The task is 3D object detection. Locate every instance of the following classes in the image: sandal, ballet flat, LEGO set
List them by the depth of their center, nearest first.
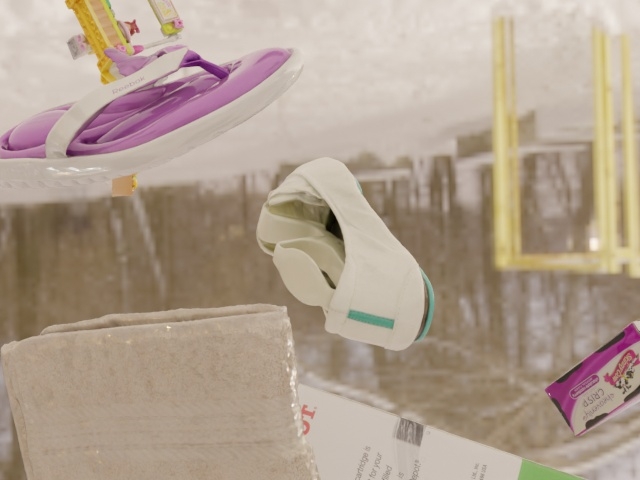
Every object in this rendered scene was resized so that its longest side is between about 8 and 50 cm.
[{"bbox_3d":[-0.205,-0.136,1.520,0.416,0.102,0.169,-13,-151,36],"label":"sandal"},{"bbox_3d":[0.000,0.000,1.709,0.139,0.139,0.400,-2,-156,-19],"label":"ballet flat"},{"bbox_3d":[-0.214,-0.197,1.721,0.107,0.287,0.132,-23,-167,-32],"label":"LEGO set"}]

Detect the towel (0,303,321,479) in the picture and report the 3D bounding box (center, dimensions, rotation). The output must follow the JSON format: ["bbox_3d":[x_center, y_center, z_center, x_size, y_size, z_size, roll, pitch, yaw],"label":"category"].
[{"bbox_3d":[-0.122,0.149,1.162,0.282,0.187,0.049,-6,-171,34],"label":"towel"}]

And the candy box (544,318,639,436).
[{"bbox_3d":[0.387,0.128,1.736,0.233,0.071,0.159,-20,161,-44],"label":"candy box"}]

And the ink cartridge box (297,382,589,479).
[{"bbox_3d":[0.063,0.272,1.307,0.289,0.211,0.121,19,144,4],"label":"ink cartridge box"}]
